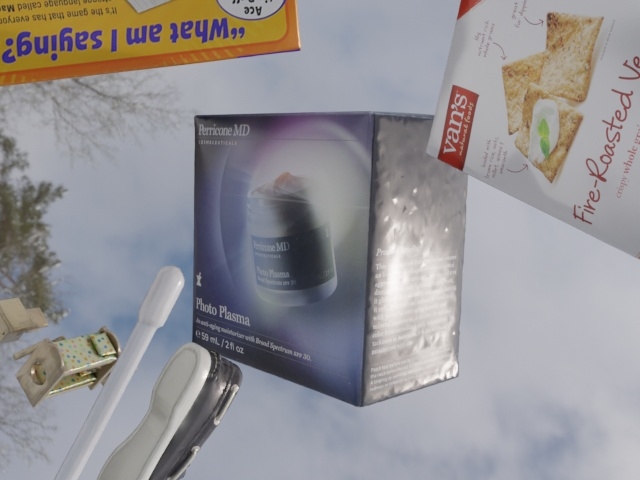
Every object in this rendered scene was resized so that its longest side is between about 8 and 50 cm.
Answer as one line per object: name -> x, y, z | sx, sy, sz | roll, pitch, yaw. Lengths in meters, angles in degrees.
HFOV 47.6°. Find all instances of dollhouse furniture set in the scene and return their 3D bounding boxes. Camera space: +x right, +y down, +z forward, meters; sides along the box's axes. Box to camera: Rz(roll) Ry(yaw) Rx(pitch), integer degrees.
dollhouse furniture set -> -0.370, 0.136, 1.094 | 0.161, 0.101, 0.182 | 53, -153, 16

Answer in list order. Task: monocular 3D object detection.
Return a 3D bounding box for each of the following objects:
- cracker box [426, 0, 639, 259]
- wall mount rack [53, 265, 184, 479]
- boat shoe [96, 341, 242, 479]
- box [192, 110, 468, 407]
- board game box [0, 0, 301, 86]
cracker box -> 0.186, -0.092, 0.479 | 0.067, 0.155, 0.232 | -12, -148, -36
wall mount rack -> -0.243, 0.106, 0.376 | 0.304, 0.350, 0.130 | -30, -121, 19
boat shoe -> -0.088, 0.117, 0.405 | 0.046, 0.038, 0.125 | 22, -99, 55
box -> 0.000, 0.000, 0.844 | 0.183, 0.293, 0.296 | -4, -171, -45
board game box -> -0.249, -0.381, 0.769 | 0.357, 0.356, 0.356 | -11, -156, -14
